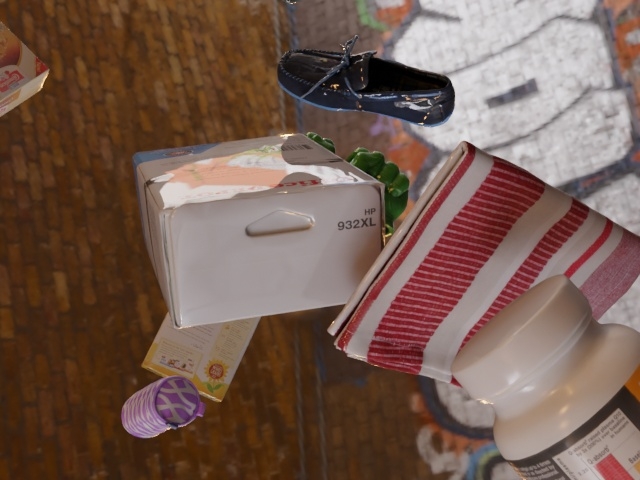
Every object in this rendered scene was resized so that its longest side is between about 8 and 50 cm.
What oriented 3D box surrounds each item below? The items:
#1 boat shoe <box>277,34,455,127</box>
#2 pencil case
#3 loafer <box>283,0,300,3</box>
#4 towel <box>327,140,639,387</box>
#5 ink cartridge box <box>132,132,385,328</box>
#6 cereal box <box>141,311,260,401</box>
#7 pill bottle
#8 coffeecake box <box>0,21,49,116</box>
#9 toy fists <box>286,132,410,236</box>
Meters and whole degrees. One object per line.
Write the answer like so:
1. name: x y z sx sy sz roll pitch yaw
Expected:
1. boat shoe: 0.067 -0.238 1.298 0.089 0.258 0.109 91 -172 -63
2. pencil case: -0.262 0.277 1.516 0.088 0.206 0.086 19 -113 -23
3. loafer: -0.093 -0.503 1.441 0.267 0.096 0.084 59 -149 -21
4. towel: 0.187 0.052 0.939 0.329 0.237 0.037 21 -161 -40
5. ink cartridge box: -0.080 -0.025 1.027 0.307 0.223 0.129 -136 40 -68
6. cereal box: -0.224 0.176 1.819 0.240 0.173 0.047 -65 8 -18
7. pill bottle: 0.253 0.174 0.794 0.278 0.162 0.162 49 -160 0
8. coffeecake box: -0.553 -0.287 1.456 0.185 0.068 0.142 45 -128 -3
9. toy fists: 0.027 -0.112 1.642 0.096 0.279 0.142 123 160 -67
